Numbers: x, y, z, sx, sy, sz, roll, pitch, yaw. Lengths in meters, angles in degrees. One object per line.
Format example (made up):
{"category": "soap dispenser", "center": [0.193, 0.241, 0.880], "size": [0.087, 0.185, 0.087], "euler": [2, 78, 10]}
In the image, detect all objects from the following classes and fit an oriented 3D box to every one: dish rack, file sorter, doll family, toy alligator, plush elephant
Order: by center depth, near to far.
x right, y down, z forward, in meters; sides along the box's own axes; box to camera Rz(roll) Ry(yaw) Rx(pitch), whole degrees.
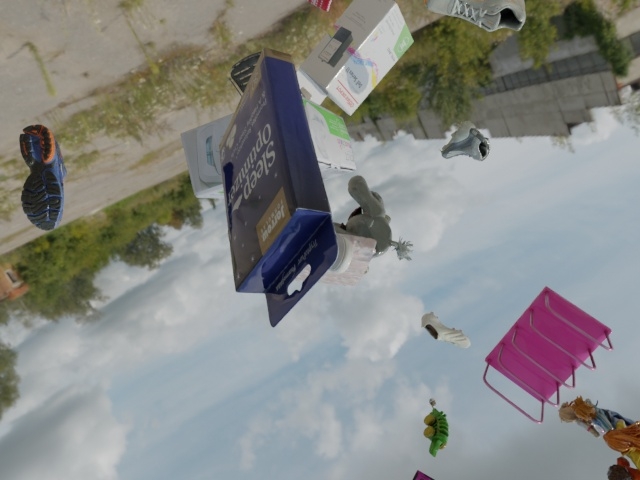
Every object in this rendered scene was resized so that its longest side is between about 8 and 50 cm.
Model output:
{"category": "doll family", "center": [0.578, 0.373, 0.964], "size": [0.263, 0.163, 0.118], "euler": [-106, -141, -71]}
{"category": "dish rack", "center": [-0.105, -0.299, 1.153], "size": [0.208, 0.271, 0.074], "euler": [-3, -137, 48]}
{"category": "toy alligator", "center": [0.293, 0.448, 1.221], "size": [0.051, 0.056, 0.189], "euler": [-40, -170, 26]}
{"category": "file sorter", "center": [0.611, 0.316, 1.344], "size": [0.290, 0.202, 0.182], "euler": [-59, 165, 21]}
{"category": "plush elephant", "center": [0.125, -0.020, 1.673], "size": [0.271, 0.330, 0.255], "euler": [-63, -164, -18]}

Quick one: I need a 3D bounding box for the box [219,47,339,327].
{"category": "box", "center": [-0.049, -0.048, 0.453], "size": [0.037, 0.225, 0.136], "euler": [5, 145, -30]}

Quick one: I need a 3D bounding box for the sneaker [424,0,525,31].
{"category": "sneaker", "center": [0.391, -0.579, 1.224], "size": [0.263, 0.121, 0.099], "euler": [-1, 156, -5]}

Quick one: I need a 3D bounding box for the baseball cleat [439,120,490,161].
{"category": "baseball cleat", "center": [0.371, -0.232, 1.270], "size": [0.072, 0.109, 0.206], "euler": [-46, 172, 0]}

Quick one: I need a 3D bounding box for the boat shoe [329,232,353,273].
{"category": "boat shoe", "center": [0.000, 0.000, 0.872], "size": [0.066, 0.063, 0.184], "euler": [-63, -154, 17]}

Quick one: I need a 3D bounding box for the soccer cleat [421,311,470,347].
{"category": "soccer cleat", "center": [0.431, 0.327, 1.716], "size": [0.068, 0.196, 0.076], "euler": [-53, -176, 48]}

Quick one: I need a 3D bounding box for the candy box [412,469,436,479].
{"category": "candy box", "center": [0.247, 0.690, 1.155], "size": [0.159, 0.071, 0.233], "euler": [21, -122, 28]}

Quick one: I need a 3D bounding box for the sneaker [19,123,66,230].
{"category": "sneaker", "center": [-0.576, -0.130, 1.051], "size": [0.083, 0.221, 0.087], "euler": [-3, 176, -2]}

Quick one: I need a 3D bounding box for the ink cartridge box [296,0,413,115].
{"category": "ink cartridge box", "center": [0.083, -0.497, 1.396], "size": [0.353, 0.119, 0.207], "euler": [-48, 157, 10]}

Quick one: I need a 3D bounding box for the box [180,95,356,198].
{"category": "box", "center": [-0.085, -0.163, 0.944], "size": [0.231, 0.126, 0.262], "euler": [-16, 177, 22]}

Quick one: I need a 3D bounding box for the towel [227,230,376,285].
{"category": "towel", "center": [-0.047, 0.041, 1.237], "size": [0.332, 0.053, 0.317], "euler": [5, 161, -1]}

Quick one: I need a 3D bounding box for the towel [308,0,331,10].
{"category": "towel", "center": [-0.076, -0.552, 0.863], "size": [0.031, 0.275, 0.199], "euler": [-57, 177, -30]}
